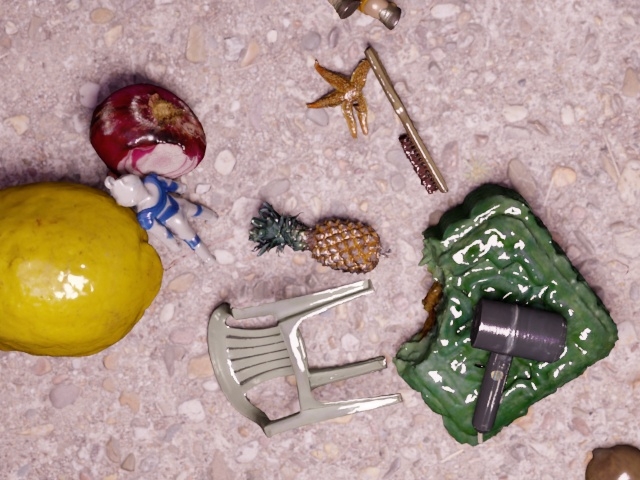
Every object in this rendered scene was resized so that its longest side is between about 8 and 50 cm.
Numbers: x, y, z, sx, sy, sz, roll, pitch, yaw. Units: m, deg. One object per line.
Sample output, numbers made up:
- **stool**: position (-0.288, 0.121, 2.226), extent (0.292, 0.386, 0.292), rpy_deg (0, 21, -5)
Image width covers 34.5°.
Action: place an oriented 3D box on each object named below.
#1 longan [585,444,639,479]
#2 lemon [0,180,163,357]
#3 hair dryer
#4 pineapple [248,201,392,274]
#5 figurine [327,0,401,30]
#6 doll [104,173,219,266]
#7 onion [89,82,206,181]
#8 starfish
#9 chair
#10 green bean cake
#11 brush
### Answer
- **longan**: position (0.466, 0.367, 1.603), extent (0.113, 0.092, 0.113), rpy_deg (6, 104, 25)
- **lemon**: position (-0.404, 0.041, 1.517), extent (0.316, 0.285, 0.285), rpy_deg (4, 101, -31)
- **hair dryer**: position (0.258, 0.192, 1.442), extent (0.124, 0.071, 0.219), rpy_deg (14, 109, 1)
- **pineapple**: position (-0.001, 0.001, 1.570), extent (0.221, 0.103, 0.083), rpy_deg (11, 100, 1)
- **figurine**: position (0.083, -0.447, 1.467), extent (0.192, 0.167, 0.256), rpy_deg (25, 123, -4)
- **doll**: position (-0.236, -0.049, 1.524), extent (0.057, 0.227, 0.114), rpy_deg (-13, 58, 31)
- **onion**: position (-0.275, -0.156, 1.556), extent (0.173, 0.198, 0.135), rpy_deg (12, 62, -36)
- **starfish**: position (0.044, -0.235, 1.560), extent (0.133, 0.041, 0.130), rpy_deg (36, 98, -3)
- **chair**: position (-0.037, 0.174, 1.573), extent (0.275, 0.190, 0.203), rpy_deg (-13, 97, -2)
- **green bean cake**: position (0.243, 0.111, 1.539), extent (0.308, 0.169, 0.300), rpy_deg (-38, 95, 10)
- **brush**: position (0.122, -0.177, 1.554), extent (0.036, 0.043, 0.248), rpy_deg (-29, 101, 5)
